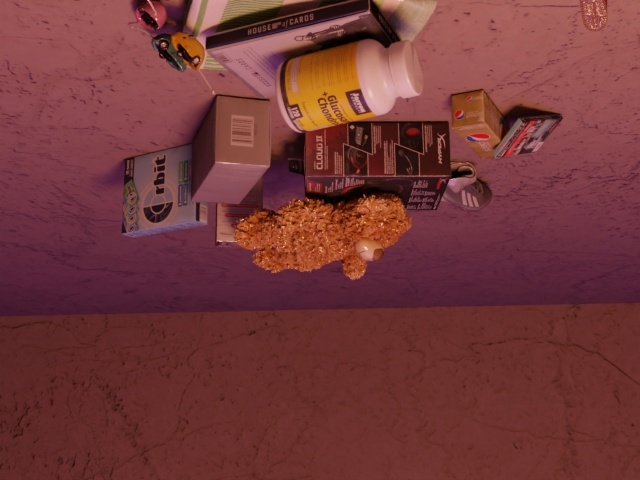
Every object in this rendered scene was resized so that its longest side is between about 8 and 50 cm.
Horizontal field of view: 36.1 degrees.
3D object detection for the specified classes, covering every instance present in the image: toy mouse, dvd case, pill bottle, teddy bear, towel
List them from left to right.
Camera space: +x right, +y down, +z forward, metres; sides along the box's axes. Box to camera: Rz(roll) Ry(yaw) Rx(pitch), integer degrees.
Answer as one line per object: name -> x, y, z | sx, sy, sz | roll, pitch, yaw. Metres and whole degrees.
toy mouse -> -0.213, -0.284, 1.347 | 0.143, 0.031, 0.161 | 29, 159, 43
towel -> -0.031, -0.292, 1.386 | 0.325, 0.038, 0.248 | 3, 164, -13
dvd case -> -0.014, -0.263, 1.373 | 0.239, 0.029, 0.179 | -8, 163, 20
teddy bear -> 0.000, 0.000, 1.846 | 0.338, 0.113, 0.245 | 2, 141, 11
pill bottle -> 0.039, -0.212, 1.321 | 0.184, 0.103, 0.103 | -10, 163, 24
dvd case -> 0.363, -0.183, 1.718 | 0.119, 0.013, 0.087 | -10, 145, -39

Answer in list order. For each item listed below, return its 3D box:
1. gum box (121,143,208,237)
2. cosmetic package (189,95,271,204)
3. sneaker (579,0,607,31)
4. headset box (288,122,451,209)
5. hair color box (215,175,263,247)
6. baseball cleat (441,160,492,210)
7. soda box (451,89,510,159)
gum box -> -0.301, -0.095, 1.901 | 0.184, 0.157, 0.041 | -9, 164, 29
cosmetic package -> -0.163, -0.154, 1.741 | 0.107, 0.127, 0.238 | 3, 167, -15
sneaker -> 0.344, -0.332, 1.247 | 0.042, 0.067, 0.118 | -2, 136, 16
headset box -> 0.086, -0.135, 1.847 | 0.293, 0.110, 0.218 | 0, 165, 0
hair color box -> -0.164, -0.071, 1.975 | 0.093, 0.167, 0.053 | 3, 165, -9
baseball cleat -> 0.304, -0.112, 2.026 | 0.206, 0.072, 0.109 | 1, 154, -40
soda box -> 0.280, -0.198, 1.703 | 0.058, 0.061, 0.181 | -6, 165, 23
